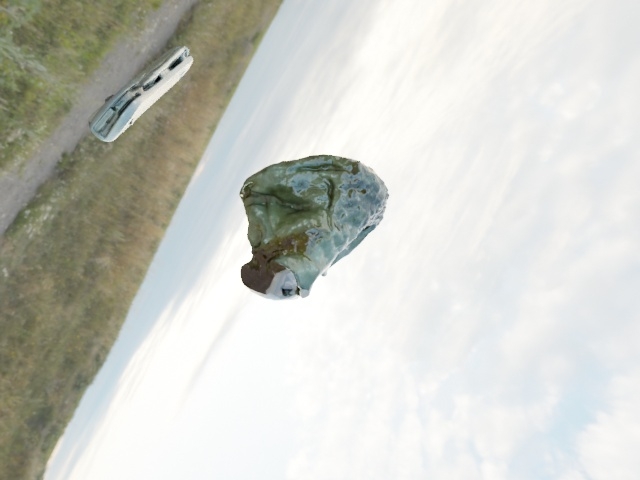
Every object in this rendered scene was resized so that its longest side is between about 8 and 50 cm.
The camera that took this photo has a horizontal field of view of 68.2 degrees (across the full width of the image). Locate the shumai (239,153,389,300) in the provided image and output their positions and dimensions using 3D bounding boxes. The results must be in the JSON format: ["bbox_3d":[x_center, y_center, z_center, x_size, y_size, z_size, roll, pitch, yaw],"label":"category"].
[{"bbox_3d":[0.000,0.000,0.755,0.222,0.271,0.204,-47,-129,55],"label":"shumai"}]

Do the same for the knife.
[{"bbox_3d":[-0.215,-0.199,0.598,0.073,0.040,0.266,-34,-154,22],"label":"knife"}]
